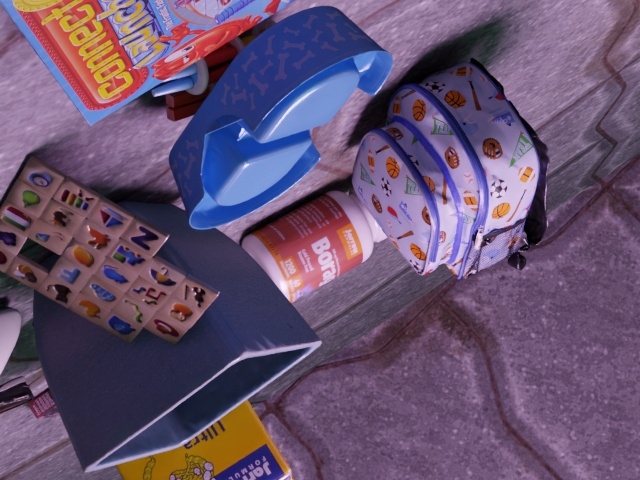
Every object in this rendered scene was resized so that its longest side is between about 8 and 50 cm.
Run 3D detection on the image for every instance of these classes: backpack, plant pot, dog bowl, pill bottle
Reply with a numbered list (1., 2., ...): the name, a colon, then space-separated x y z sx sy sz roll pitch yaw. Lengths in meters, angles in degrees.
1. backpack: 0.173 -0.102 1.937 0.213 0.276 0.263 -27 153 -30
2. plant pot: -0.198 0.094 1.719 0.247 0.252 0.248 -38 166 17
3. dog bowl: -0.049 -0.122 1.426 0.166 0.074 0.297 -21 162 -41
4. pill bottle: 0.000 0.000 2.147 0.216 0.121 0.121 -29 167 -16

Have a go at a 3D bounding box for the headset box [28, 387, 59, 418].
1. headset box: -0.420 0.252 2.278 0.083 0.032 0.062 -36 167 9

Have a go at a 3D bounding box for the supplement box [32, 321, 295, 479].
1. supplement box: -0.208 0.225 1.949 0.195 0.357 0.194 -32 167 -7

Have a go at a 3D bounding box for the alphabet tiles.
1. alphabet tiles: -0.231 0.024 1.505 0.198 0.237 0.009 -47 -163 47

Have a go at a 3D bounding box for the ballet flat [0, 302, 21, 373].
1. ballet flat: -0.508 0.231 1.712 0.400 0.139 0.139 -33 168 -17

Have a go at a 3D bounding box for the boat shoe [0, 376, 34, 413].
1. boat shoe: -0.478 0.244 2.088 0.125 0.038 0.046 -27 166 -26

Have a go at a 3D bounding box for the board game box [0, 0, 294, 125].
1. board game box: -0.099 -0.241 1.079 0.302 0.086 0.308 -32 167 -3

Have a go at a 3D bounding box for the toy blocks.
1. toy blocks: -0.117 -0.157 1.422 0.148 0.054 0.123 -24 164 -35
